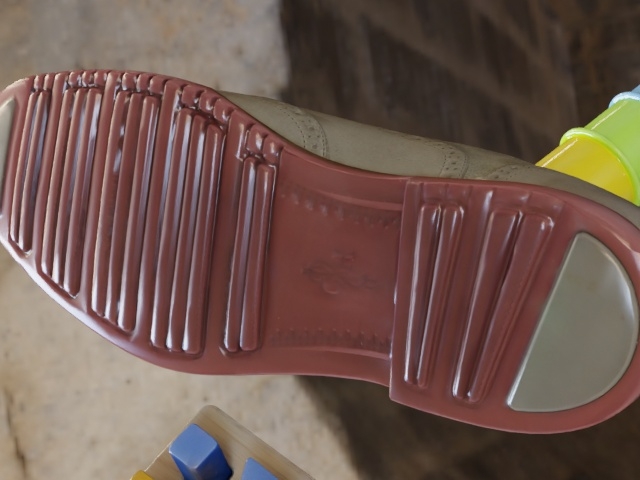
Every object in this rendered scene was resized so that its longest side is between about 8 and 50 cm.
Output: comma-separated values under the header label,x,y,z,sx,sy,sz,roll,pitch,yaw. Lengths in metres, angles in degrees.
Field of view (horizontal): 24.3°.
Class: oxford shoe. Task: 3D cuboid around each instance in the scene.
label,x,y,z,sx,sy,sz,roll,pitch,yaw
oxford shoe,0.000,0.000,0.668,0.348,0.123,0.130,19,-165,27

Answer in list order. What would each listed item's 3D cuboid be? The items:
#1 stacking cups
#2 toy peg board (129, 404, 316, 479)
label,x,y,z,sx,sy,sz,roll,pitch,yaw
stacking cups,0.308,-0.104,1.312,0.316,0.096,0.096,-35,-172,-24
toy peg board,-0.049,0.164,0.671,0.161,0.161,0.079,33,159,24
